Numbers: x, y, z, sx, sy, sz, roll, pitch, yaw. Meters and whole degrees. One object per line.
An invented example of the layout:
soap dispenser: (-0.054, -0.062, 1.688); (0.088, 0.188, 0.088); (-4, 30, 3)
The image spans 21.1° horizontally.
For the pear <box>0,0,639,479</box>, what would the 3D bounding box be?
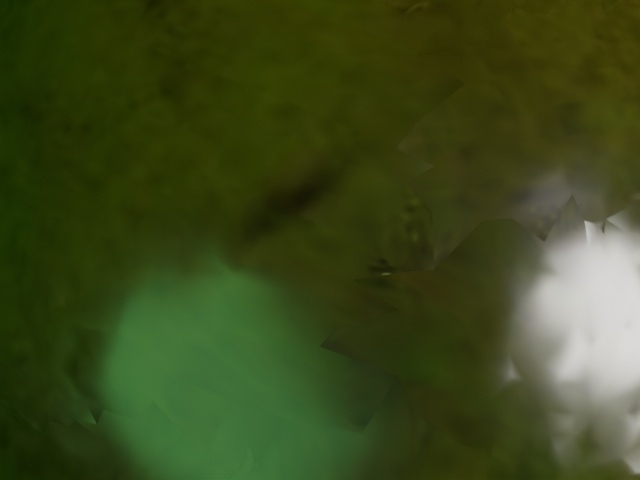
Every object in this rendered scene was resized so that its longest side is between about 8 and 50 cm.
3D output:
pear: (0.000, 0.000, 0.600); (0.413, 0.352, 0.352); (44, 132, 14)
